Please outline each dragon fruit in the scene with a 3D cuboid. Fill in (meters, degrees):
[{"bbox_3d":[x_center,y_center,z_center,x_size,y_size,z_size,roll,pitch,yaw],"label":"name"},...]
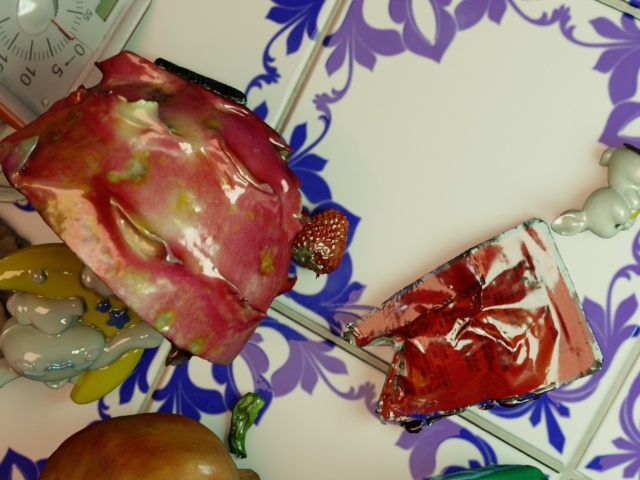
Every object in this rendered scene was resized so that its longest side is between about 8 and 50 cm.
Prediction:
[{"bbox_3d":[-0.160,-0.057,1.272,0.249,0.386,0.371,-45,56,2],"label":"dragon fruit"}]

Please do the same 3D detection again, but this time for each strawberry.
[{"bbox_3d":[0.000,0.000,1.384,0.073,0.073,0.083,31,64,14],"label":"strawberry"}]

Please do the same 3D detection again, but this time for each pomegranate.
[{"bbox_3d":[-0.196,0.316,1.365,0.252,0.270,0.229,-2,97,51],"label":"pomegranate"}]

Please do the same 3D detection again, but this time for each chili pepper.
[{"bbox_3d":[-0.096,0.228,1.432,0.034,0.030,0.091,18,100,-9],"label":"chili pepper"}]

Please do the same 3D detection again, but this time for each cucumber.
[{"bbox_3d":[-0.149,-0.192,1.435,0.133,0.032,0.032,22,98,14],"label":"cucumber"}]

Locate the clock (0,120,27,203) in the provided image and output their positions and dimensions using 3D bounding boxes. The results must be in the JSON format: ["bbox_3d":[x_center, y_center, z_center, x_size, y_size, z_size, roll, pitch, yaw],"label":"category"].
[{"bbox_3d":[-0.397,-0.166,1.500,0.236,0.053,0.236,1,93,16],"label":"clock"}]

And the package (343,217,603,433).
[{"bbox_3d":[0.170,0.110,1.329,0.269,0.071,0.194,-21,100,13],"label":"package"}]

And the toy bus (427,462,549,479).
[{"bbox_3d":[0.169,0.340,1.199,0.183,0.343,0.199,-30,72,16],"label":"toy bus"}]

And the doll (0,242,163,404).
[{"bbox_3d":[-0.316,0.112,1.413,0.111,0.252,0.237,-126,37,-49],"label":"doll"}]

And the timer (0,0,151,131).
[{"bbox_3d":[-0.349,-0.276,1.369,0.161,0.250,0.257,5,62,52],"label":"timer"}]

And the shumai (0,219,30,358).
[{"bbox_3d":[-0.543,0.083,1.447,0.314,0.262,0.267,-4,90,19],"label":"shumai"}]

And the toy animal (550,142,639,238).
[{"bbox_3d":[0.324,-0.044,1.273,0.085,0.071,0.124,34,101,13],"label":"toy animal"}]
